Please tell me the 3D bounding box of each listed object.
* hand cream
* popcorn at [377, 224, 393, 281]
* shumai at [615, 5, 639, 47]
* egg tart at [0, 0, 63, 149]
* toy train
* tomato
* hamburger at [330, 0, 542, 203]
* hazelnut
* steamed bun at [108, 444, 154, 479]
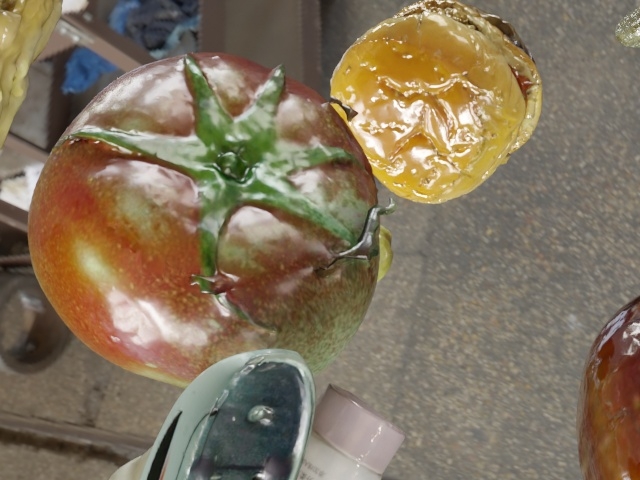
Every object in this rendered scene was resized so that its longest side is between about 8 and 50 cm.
[{"bbox_3d":[-0.027,0.245,0.959,0.248,0.083,0.133,-57,25,-4],"label":"hand cream"},{"bbox_3d":[0.000,0.000,1.935,0.255,0.256,0.195,45,111,0],"label":"popcorn"},{"bbox_3d":[0.481,-0.300,1.624,0.082,0.080,0.083,-49,14,-18],"label":"shumai"},{"bbox_3d":[-0.223,-0.071,0.540,0.288,0.118,0.288,-36,35,31],"label":"egg tart"},{"bbox_3d":[-0.099,0.238,0.756,0.088,0.086,0.407,42,118,54],"label":"toy train"},{"bbox_3d":[-0.094,-0.006,0.982,0.239,0.303,0.303,116,148,-56],"label":"tomato"},{"bbox_3d":[0.136,-0.164,1.327,0.244,0.163,0.244,7,115,16],"label":"hamburger"},{"bbox_3d":[0.531,0.257,1.445,0.402,0.402,0.429,-32,52,21],"label":"hazelnut"},{"bbox_3d":[-0.184,0.416,1.409,0.219,0.324,0.309,-23,74,-13],"label":"steamed bun"}]
